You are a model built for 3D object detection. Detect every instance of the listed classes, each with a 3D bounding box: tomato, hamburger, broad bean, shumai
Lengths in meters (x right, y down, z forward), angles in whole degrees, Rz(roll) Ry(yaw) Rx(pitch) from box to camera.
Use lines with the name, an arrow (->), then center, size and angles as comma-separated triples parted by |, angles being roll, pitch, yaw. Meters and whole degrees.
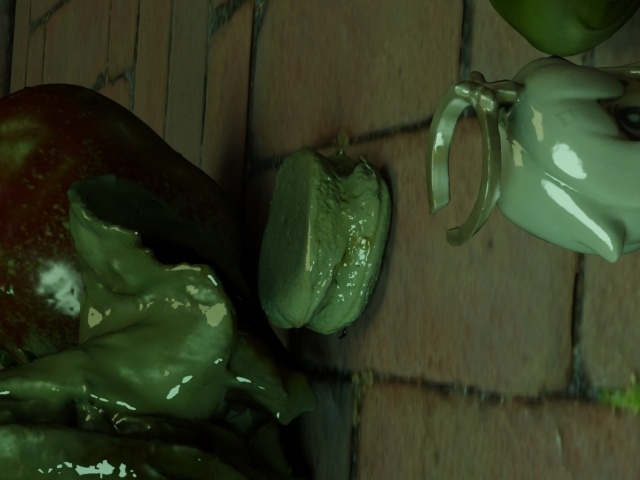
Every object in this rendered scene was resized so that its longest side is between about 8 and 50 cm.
tomato -> -0.204, 0.005, 1.596 | 0.239, 0.303, 0.303 | -58, 15, -10
hamburger -> 0.000, 0.000, 1.310 | 0.140, 0.062, 0.133 | 172, 105, -74
broad bean -> 0.129, -0.155, 0.928 | 0.174, 0.082, 0.124 | 134, 140, -78
shumai -> -0.128, 0.123, 1.403 | 0.330, 0.292, 0.288 | 63, -156, -52

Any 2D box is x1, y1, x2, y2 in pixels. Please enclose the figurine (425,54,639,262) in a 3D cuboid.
figurine -> 0.119, -0.027, 0.788 | 0.132, 0.154, 0.132 | -176, 90, -73
